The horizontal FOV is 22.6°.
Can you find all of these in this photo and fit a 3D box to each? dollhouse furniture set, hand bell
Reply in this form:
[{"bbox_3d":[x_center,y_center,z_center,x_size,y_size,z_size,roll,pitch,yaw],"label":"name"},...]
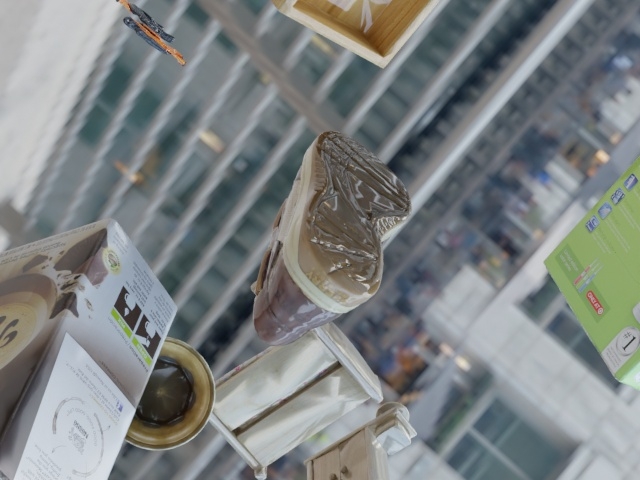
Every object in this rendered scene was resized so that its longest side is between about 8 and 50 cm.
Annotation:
[{"bbox_3d":[-0.066,0.219,2.069,0.303,0.355,0.174,-34,-160,13],"label":"dollhouse furniture set"},{"bbox_3d":[-0.185,0.176,1.884,0.126,0.126,0.242,-48,180,-5],"label":"hand bell"}]

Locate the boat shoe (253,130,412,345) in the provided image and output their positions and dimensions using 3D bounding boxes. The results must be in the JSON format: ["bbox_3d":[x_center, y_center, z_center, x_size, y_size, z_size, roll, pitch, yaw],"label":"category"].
[{"bbox_3d":[0.000,0.000,1.536,0.123,0.123,0.342,-46,-168,23],"label":"boat shoe"}]

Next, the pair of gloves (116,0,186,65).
[{"bbox_3d":[-0.163,-0.199,1.517,0.010,0.074,0.083,-46,-148,12],"label":"pair of gloves"}]

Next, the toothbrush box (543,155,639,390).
[{"bbox_3d":[0.403,0.005,1.701,0.283,0.122,0.206,-51,-143,21],"label":"toothbrush box"}]

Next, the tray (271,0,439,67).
[{"bbox_3d":[0.128,-0.423,1.987,0.203,0.076,0.411,23,114,-44],"label":"tray"}]

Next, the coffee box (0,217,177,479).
[{"bbox_3d":[-0.253,0.132,1.331,0.168,0.119,0.297,-17,-147,26],"label":"coffee box"}]
